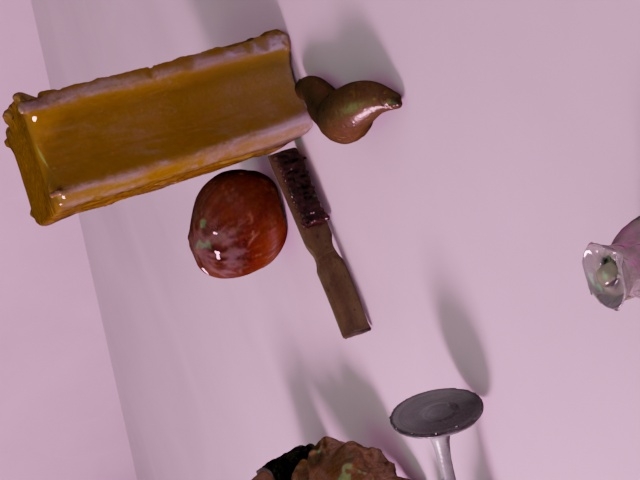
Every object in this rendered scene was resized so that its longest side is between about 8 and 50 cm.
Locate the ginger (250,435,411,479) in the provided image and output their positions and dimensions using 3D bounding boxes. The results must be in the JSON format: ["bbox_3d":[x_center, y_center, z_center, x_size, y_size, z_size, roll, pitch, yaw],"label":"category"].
[{"bbox_3d":[0.014,0.346,1.585,0.333,0.080,0.166,-35,69,45],"label":"ginger"}]

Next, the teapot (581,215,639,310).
[{"bbox_3d":[0.223,0.022,0.867,0.064,0.064,0.083,62,159,27],"label":"teapot"}]

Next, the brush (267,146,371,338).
[{"bbox_3d":[0.000,0.000,1.476,0.036,0.043,0.248,123,127,-74],"label":"brush"}]

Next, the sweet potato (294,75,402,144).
[{"bbox_3d":[0.015,-0.140,1.294,0.249,0.059,0.069,-154,68,-68],"label":"sweet potato"}]

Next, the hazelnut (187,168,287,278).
[{"bbox_3d":[-0.119,-0.022,1.645,0.143,0.143,0.154,57,155,34],"label":"hazelnut"}]

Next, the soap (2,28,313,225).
[{"bbox_3d":[-0.213,-0.138,1.495,0.293,0.335,0.156,-18,92,69],"label":"soap"}]

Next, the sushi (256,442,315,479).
[{"bbox_3d":[-0.010,0.413,1.786,0.147,0.115,0.213,-165,57,-70],"label":"sushi"}]

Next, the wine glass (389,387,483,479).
[{"bbox_3d":[0.077,0.343,1.259,0.096,0.264,0.310,26,132,60],"label":"wine glass"}]
